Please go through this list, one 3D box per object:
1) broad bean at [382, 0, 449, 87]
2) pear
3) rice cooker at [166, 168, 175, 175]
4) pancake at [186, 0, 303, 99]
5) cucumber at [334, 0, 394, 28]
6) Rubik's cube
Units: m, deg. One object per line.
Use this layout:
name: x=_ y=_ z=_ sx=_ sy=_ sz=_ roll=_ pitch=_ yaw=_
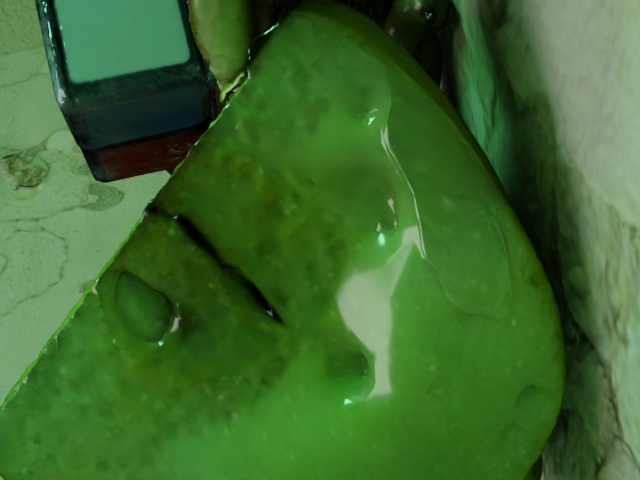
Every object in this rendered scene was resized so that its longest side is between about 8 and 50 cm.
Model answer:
broad bean: x=0.071 y=-0.085 z=0.784 sx=0.070 sy=0.048 sz=0.213 roll=-109 pitch=11 yaw=-52
pear: x=0.010 y=0.062 z=0.700 sx=0.318 sy=0.342 sz=0.238 roll=38 pitch=-165 yaw=-4
rice cooker: x=-0.146 y=-0.211 z=1.639 sx=0.267 sy=0.267 sz=0.224 roll=90 pitch=163 yaw=-65
pancake: x=-0.029 y=-0.266 z=0.841 sx=0.356 sy=0.065 sz=0.356 roll=3 pitch=-90 yaw=-82
cucumber: x=0.026 y=-0.240 z=0.834 sx=0.058 sy=0.058 sz=0.187 roll=-110 pitch=10 yaw=-50
Rubik's cube: x=-0.162 y=-0.277 z=1.295 sx=0.318 sy=0.313 sz=0.316 roll=114 pitch=142 yaw=-78
